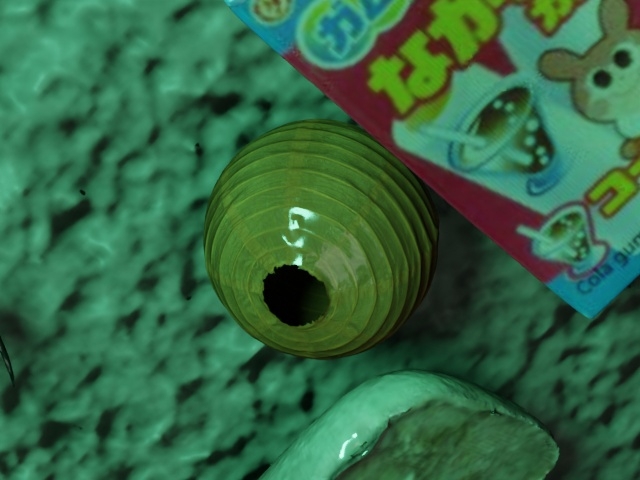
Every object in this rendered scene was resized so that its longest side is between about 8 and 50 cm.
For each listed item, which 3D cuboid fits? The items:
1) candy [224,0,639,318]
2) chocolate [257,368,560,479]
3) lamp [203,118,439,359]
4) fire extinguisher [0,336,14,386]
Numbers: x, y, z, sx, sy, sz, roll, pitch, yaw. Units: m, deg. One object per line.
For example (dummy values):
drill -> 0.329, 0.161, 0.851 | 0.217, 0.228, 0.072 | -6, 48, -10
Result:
candy -> 0.096, -0.106, 0.775 | 0.157, 0.100, 0.306 | -44, 120, 11
chocolate -> 0.008, 0.199, 0.950 | 0.185, 0.100, 0.303 | 26, 111, -41
lamp -> 0.000, 0.000, 0.809 | 0.136, 0.136, 0.136 | -9, 121, -14
fire extinguisher -> -0.300, 0.052, 0.771 | 0.268, 0.072, 0.089 | -3, 111, -18
